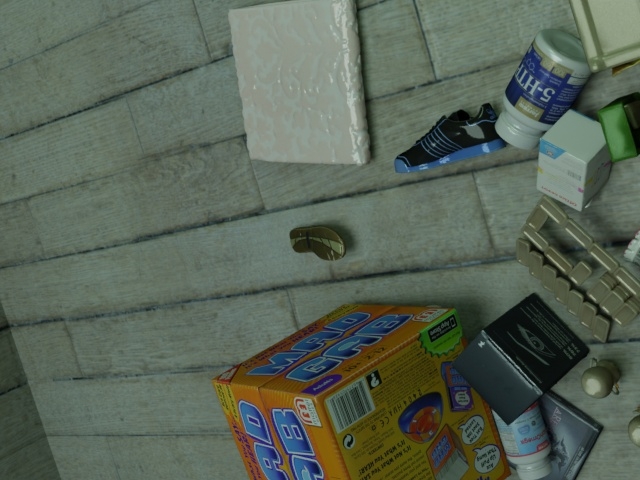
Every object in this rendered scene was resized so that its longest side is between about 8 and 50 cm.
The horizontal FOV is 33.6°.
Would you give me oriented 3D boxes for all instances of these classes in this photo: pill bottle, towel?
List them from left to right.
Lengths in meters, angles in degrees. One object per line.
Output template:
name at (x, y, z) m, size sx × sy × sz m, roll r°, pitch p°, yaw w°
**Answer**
towel at (-0.041, -0.318, 2.147) m, size 0.317 × 0.053 × 0.332 m, roll 5°, pitch 109°, yaw 40°
pill bottle at (0.382, 0.364, 1.997) m, size 0.087 × 0.087 × 0.160 m, roll -13°, pitch 98°, yaw 42°
pill bottle at (0.373, -0.250, 1.787) m, size 0.112 × 0.112 × 0.187 m, roll 41°, pitch 128°, yaw 21°

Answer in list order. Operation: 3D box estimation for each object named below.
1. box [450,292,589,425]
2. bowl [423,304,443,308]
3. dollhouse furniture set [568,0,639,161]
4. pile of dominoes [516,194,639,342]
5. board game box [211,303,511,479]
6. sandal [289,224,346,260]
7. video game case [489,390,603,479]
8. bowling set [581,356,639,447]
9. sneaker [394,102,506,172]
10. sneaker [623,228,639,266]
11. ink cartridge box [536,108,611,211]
box at (0.360, 0.210, 1.907) m, size 0.153 × 0.207 × 0.108 m, roll 48°, pitch 130°, yaw 15°
bowl at (0.228, 0.203, 2.120) m, size 0.142 × 0.053 × 0.142 m, roll -41°, pitch 80°, yaw 41°
dollhouse furniture set at (0.519, -0.293, 1.641) m, size 0.197 × 0.151 × 0.302 m, roll -15°, pitch 94°, yaw 30°
pile of dominoes at (0.457, 0.048, 1.865) m, size 0.251 × 0.040 × 0.196 m, roll 46°, pitch 151°, yaw 14°
board game box at (0.077, 0.358, 2.034) m, size 0.356 × 0.356 × 0.356 m, roll -3°, pitch 110°, yaw 54°
sandal at (0.000, 0.000, 2.243) m, size 0.180 × 0.049 × 0.072 m, roll 7°, pitch 106°, yaw 54°
video game case at (0.392, 0.356, 2.062) m, size 0.274 × 0.026 × 0.196 m, roll 35°, pitch 126°, yaw 26°
bowling set at (0.604, 0.275, 1.798) m, size 0.200 × 0.154 × 0.287 m, roll -42°, pitch 76°, yaw 22°
sneaker at (0.230, -0.187, 1.957) m, size 0.232 × 0.081 × 0.091 m, roll -13°, pitch 95°, yaw 35°
sneaker at (0.569, -0.011, 1.748) m, size 0.075 × 0.063 × 0.170 m, roll 40°, pitch 133°, yaw 22°
ink cartridge box at (0.426, -0.128, 1.778) m, size 0.092 × 0.090 × 0.143 m, roll 33°, pitch 153°, yaw 27°
